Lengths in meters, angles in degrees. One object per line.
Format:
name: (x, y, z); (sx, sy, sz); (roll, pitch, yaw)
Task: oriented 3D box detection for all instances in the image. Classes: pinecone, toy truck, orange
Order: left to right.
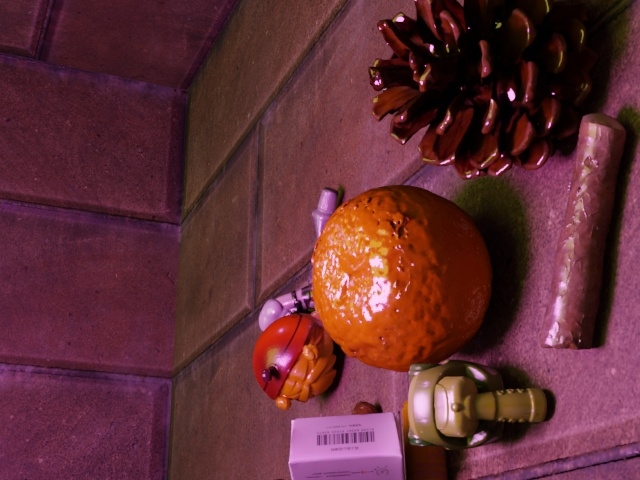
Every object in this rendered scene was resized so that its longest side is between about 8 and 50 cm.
orange: (0.153, 0.068, 1.695); (0.340, 0.293, 0.341); (-5, 84, 53)
pinecone: (0.233, -0.281, 1.533); (0.384, 0.384, 0.384); (-171, 90, -69)
toy truck: (0.239, 0.268, 1.534); (0.210, 0.187, 0.148); (163, 110, -67)

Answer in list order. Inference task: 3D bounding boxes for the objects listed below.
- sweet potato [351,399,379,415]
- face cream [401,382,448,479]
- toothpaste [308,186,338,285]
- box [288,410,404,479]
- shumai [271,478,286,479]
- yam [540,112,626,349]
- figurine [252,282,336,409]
sweet potato: (0.086, 0.459, 2.029); (0.081, 0.062, 0.233); (-115, 33, -80)
face cream: (0.193, 0.358, 1.766); (0.078, 0.078, 0.273); (134, 139, -56)
toothpaste: (-0.001, 0.000, 2.421); (0.068, 0.099, 0.282); (20, 113, 23)
box: (0.057, 0.457, 1.745); (0.106, 0.200, 0.299); (-89, -6, -53)
shumai: (-0.095, 0.648, 2.361); (0.087, 0.099, 0.124); (-40, 28, 49)
yam: (0.393, -0.010, 1.405); (0.081, 0.081, 0.357); (-163, 82, -68)
figurine: (-0.066, 0.264, 2.297); (0.323, 0.196, 0.320); (-102, 34, -63)
